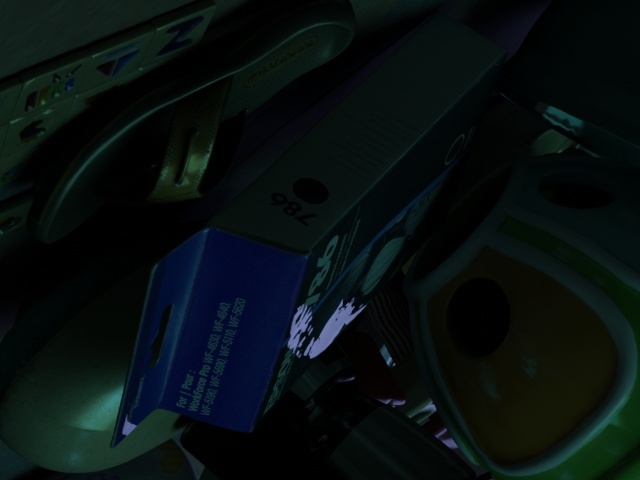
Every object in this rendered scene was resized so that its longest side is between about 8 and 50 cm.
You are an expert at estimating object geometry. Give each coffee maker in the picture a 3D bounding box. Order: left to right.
[{"bbox_3d":[-0.005,0.163,1.217,0.171,0.178,0.120,-48,166,-4],"label":"coffee maker"}]

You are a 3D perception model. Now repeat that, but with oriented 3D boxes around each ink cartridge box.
[{"bbox_3d":[0.000,0.000,1.125,0.333,0.065,0.165,-44,160,-43],"label":"ink cartridge box"}]

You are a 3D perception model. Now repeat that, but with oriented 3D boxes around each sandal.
[{"bbox_3d":[-0.066,-0.059,1.004,0.219,0.060,0.090,-32,167,-8],"label":"sandal"}]

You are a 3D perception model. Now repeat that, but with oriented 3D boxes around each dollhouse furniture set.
[{"bbox_3d":[0.061,0.054,1.503,0.152,0.201,0.374,-37,161,17],"label":"dollhouse furniture set"}]

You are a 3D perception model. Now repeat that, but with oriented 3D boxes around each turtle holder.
[{"bbox_3d":[0.196,0.038,1.287,0.320,0.227,0.243,-54,-171,-33],"label":"turtle holder"}]

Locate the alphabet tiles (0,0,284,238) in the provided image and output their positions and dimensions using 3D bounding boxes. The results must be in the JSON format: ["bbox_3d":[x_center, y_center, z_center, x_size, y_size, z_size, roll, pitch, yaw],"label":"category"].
[{"bbox_3d":[-0.115,-0.068,1.011,0.237,0.009,0.198,-27,165,-29],"label":"alphabet tiles"}]

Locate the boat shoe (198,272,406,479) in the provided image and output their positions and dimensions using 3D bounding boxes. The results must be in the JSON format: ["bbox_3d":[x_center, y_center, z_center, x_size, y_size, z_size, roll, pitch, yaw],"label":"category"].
[{"bbox_3d":[0.006,0.186,1.753,0.335,0.121,0.119,-53,139,-6],"label":"boat shoe"}]

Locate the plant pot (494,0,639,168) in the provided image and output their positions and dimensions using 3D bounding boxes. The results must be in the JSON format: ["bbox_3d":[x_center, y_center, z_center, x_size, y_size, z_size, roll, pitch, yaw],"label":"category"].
[{"bbox_3d":[0.294,-0.127,1.279,0.196,0.293,0.293,-62,164,4],"label":"plant pot"}]

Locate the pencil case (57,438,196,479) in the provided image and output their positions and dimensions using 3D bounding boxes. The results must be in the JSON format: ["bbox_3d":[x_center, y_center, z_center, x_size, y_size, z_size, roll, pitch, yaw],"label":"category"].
[{"bbox_3d":[-0.245,0.277,1.726,0.273,0.113,0.124,-26,121,-32],"label":"pencil case"}]

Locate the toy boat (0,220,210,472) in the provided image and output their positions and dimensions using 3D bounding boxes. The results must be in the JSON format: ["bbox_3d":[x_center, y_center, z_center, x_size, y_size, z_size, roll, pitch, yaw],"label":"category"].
[{"bbox_3d":[-0.174,0.103,1.237,0.318,0.148,0.267,-50,167,20],"label":"toy boat"}]

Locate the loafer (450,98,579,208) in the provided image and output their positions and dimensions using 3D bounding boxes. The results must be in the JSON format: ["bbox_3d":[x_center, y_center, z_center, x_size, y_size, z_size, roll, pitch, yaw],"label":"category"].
[{"bbox_3d":[0.140,-0.056,1.491,0.268,0.092,0.102,-20,161,-47],"label":"loafer"}]

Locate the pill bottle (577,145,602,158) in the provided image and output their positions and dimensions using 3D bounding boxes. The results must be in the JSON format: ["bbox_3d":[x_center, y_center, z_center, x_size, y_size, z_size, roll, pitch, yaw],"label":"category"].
[{"bbox_3d":[0.308,-0.110,1.650,0.208,0.117,0.117,-40,166,28],"label":"pill bottle"}]

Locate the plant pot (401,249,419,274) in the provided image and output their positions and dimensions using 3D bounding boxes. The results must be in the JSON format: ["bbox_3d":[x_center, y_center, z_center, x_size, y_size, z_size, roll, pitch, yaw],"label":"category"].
[{"bbox_3d":[0.052,0.075,1.903,0.236,0.032,0.236,-31,168,-8],"label":"plant pot"}]
